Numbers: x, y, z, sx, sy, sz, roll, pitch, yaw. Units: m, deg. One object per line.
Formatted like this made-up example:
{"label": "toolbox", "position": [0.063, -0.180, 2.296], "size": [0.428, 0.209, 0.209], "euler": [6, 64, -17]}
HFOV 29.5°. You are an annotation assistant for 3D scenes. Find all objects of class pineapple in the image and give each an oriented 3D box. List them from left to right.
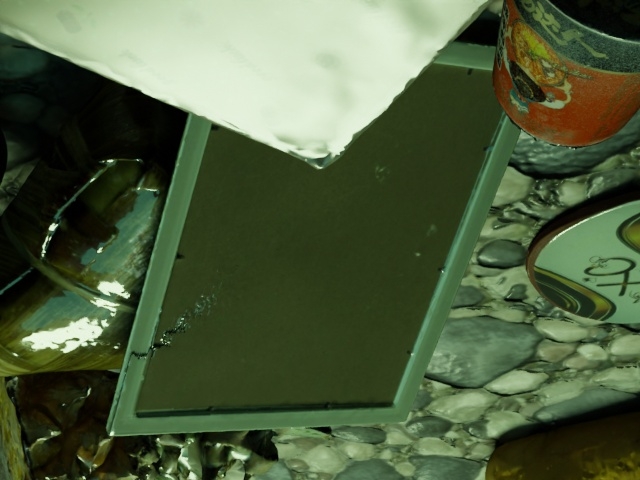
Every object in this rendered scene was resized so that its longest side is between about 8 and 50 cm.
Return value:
{"label": "pineapple", "position": [-0.130, 0.149, 1.005], "size": [0.271, 0.262, 0.262], "euler": [-10, 150, -24]}

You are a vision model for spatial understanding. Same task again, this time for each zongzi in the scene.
{"label": "zongzi", "position": [-0.132, 0.058, 0.849], "size": [0.288, 0.134, 0.286], "euler": [-42, 130, 13]}

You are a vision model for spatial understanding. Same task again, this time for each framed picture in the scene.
{"label": "framed picture", "position": [0.000, 0.000, 0.770], "size": [0.232, 0.019, 0.296], "euler": [3, 120, -29]}

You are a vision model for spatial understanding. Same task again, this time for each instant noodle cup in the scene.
{"label": "instant noodle cup", "position": [0.149, -0.121, 0.660], "size": [0.127, 0.127, 0.136], "euler": [5, 154, -3]}

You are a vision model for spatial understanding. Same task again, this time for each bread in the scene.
{"label": "bread", "position": [0.342, 0.294, 1.194], "size": [0.337, 0.148, 0.328], "euler": [-15, 141, 22]}

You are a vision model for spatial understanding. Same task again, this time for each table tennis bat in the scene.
{"label": "table tennis bat", "position": [0.301, 0.001, 0.896], "size": [0.301, 0.022, 0.173], "euler": [-16, 141, 28]}

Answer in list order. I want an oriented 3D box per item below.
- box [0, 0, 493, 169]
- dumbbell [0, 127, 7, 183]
{"label": "box", "position": [-0.012, -0.214, 0.473], "size": [0.225, 0.190, 0.297], "euler": [21, 139, -23]}
{"label": "dumbbell", "position": [-0.280, -0.039, 0.813], "size": [0.208, 0.099, 0.099], "euler": [-30, 133, 35]}
